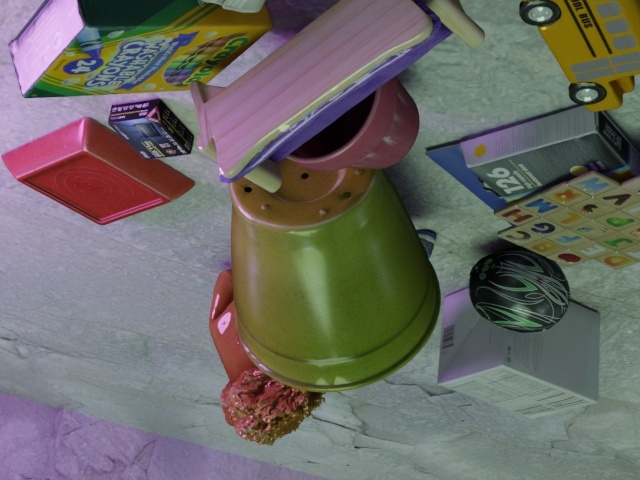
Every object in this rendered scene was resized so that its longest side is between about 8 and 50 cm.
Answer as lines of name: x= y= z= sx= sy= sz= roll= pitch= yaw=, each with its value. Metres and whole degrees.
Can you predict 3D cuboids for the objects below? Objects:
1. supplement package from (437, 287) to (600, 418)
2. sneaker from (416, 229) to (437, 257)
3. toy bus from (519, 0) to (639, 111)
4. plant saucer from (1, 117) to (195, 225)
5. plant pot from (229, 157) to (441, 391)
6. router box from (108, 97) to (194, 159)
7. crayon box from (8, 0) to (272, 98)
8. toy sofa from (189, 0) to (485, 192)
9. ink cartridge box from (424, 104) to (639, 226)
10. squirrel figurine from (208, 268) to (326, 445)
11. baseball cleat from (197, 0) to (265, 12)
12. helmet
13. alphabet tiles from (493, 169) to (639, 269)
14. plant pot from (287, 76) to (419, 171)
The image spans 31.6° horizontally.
supplement package: x=0.405 y=0.221 z=2.302 sx=0.263 sy=0.199 sz=0.198 roll=23 pitch=150 yaw=-28
sneaker: x=0.153 y=0.019 z=2.127 sx=0.135 sy=0.058 sz=0.052 roll=-12 pitch=148 yaw=35
toy bus: x=0.333 y=-0.294 z=1.402 sx=0.130 sy=0.108 sz=0.333 roll=-10 pitch=148 yaw=29
plant saucer: x=-0.404 y=-0.109 z=2.036 sx=0.259 sy=0.047 sz=0.258 roll=-16 pitch=145 yaw=38
plant pot: x=0.000 y=0.000 z=1.863 sx=0.367 sy=0.366 sz=0.353 roll=1 pitch=141 yaw=13
router box: x=-0.278 y=-0.182 z=1.863 sx=0.092 sy=0.038 sz=0.122 roll=-4 pitch=151 yaw=24
crayon box: x=-0.210 y=-0.267 z=1.469 sx=0.323 sy=0.083 sz=0.203 roll=-10 pitch=168 yaw=-38
toy sofa: x=0.020 y=-0.200 z=1.430 sx=0.363 sy=0.177 sz=0.150 roll=-34 pitch=143 yaw=22
ink cartridge box: x=0.377 y=-0.089 z=1.843 sx=0.307 sy=0.072 sz=0.304 roll=-17 pitch=146 yaw=35
squirrel figurine: x=-0.037 y=0.223 z=2.208 sx=0.281 sy=0.396 sz=0.370 roll=30 pitch=155 yaw=-29
baseball cleat: x=-0.062 y=-0.345 z=1.379 sx=0.206 sy=0.072 sz=0.109 roll=-18 pitch=126 yaw=3
helmet: x=0.376 y=0.092 z=2.098 sx=0.169 sy=0.169 sz=0.162 roll=30 pitch=162 yaw=-37
alphabet tiles: x=0.466 y=-0.027 z=1.849 sx=0.285 sy=0.011 sz=0.343 roll=22 pitch=154 yaw=-27
plant pot: x=0.045 y=-0.186 z=1.623 sx=0.201 sy=0.201 sz=0.180 roll=-11 pitch=164 yaw=32
